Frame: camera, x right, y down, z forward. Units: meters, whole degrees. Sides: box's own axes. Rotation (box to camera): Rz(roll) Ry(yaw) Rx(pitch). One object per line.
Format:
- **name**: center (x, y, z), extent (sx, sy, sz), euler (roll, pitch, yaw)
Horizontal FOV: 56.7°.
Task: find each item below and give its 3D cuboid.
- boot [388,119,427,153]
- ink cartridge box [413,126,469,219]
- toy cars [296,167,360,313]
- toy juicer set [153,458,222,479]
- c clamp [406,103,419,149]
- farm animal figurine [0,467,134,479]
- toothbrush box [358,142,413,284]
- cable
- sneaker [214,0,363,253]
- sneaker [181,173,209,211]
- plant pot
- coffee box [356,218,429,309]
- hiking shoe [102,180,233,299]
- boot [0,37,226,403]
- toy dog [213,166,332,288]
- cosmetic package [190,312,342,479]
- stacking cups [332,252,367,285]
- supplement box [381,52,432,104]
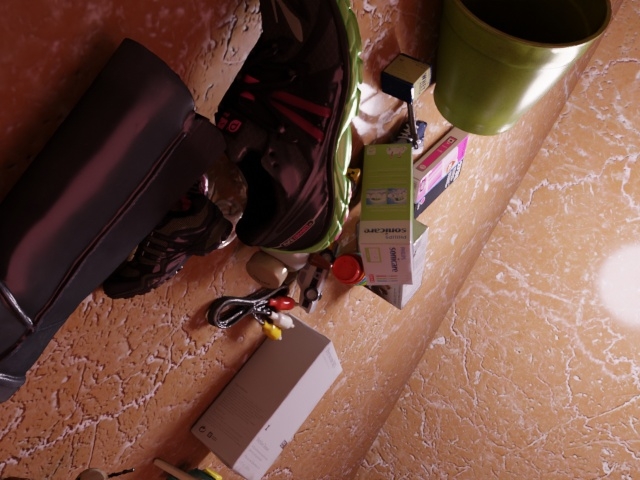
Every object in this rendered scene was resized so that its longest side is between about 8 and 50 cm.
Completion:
- **boot**: center (0.221, -0.267, 1.537), extent (0.190, 0.069, 0.086), euler (-28, 133, -59)
- **ink cartridge box**: center (0.374, -0.227, 1.855), extent (0.371, 0.069, 0.176), euler (-44, 151, -33)
- **toy cars**: center (0.000, 0.000, 1.392), extent (0.176, 0.087, 0.394), euler (-59, 168, -52)
- **toy juicer set**: center (-0.273, 0.629, 1.445), extent (0.090, 0.209, 0.329), euler (-60, 157, -18)
- **c clamp**: center (0.224, -0.293, 1.435), extent (0.137, 0.022, 0.161), euler (18, 65, -81)
- **farm animal figurine**: center (-0.495, 0.454, 0.922), extent (0.326, 0.172, 0.330), euler (-42, 160, -6)
- **toothbrush box**: center (0.166, -0.061, 1.433), extent (0.206, 0.122, 0.283), euler (73, 18, -58)
- **cable**: center (-0.134, 0.152, 1.333), extent (0.140, 0.072, 0.287), euler (-65, 154, 0)
- **sneaker**: center (-0.060, -0.201, 0.889), extent (0.202, 0.185, 0.483), euler (-10, 109, -27)
- **sneaker**: center (-0.206, -0.069, 1.001), extent (0.057, 0.047, 0.119), euler (-49, 161, -54)
- **plant pot**: center (0.433, -0.454, 1.429), extent (0.366, 0.366, 0.353), euler (-45, 163, -27)
- **coffee box**: center (0.205, 0.048, 1.722), extent (0.119, 0.168, 0.297), euler (-45, 152, -26)
- **hiking shoe**: center (-0.259, 0.001, 0.946), extent (0.226, 0.086, 0.114), euler (-34, 106, -10)
- **boot**: center (-0.325, -0.051, 0.670), extent (0.445, 0.146, 0.367), euler (-50, 162, -11)
- **toy dog**: center (-0.063, -0.032, 1.132), extent (0.334, 0.160, 0.220), euler (57, 51, -65)
- **cosmetic package**: center (-0.124, 0.405, 1.529), extent (0.385, 0.156, 0.217), euler (-49, 151, -18)
- **stacking cups**: center (0.080, 0.080, 1.520), extent (0.096, 0.096, 0.316), euler (-61, 170, 5)
- **supplement box**: center (0.194, -0.367, 1.343), extent (0.083, 0.083, 0.056), euler (-48, 154, -23)
